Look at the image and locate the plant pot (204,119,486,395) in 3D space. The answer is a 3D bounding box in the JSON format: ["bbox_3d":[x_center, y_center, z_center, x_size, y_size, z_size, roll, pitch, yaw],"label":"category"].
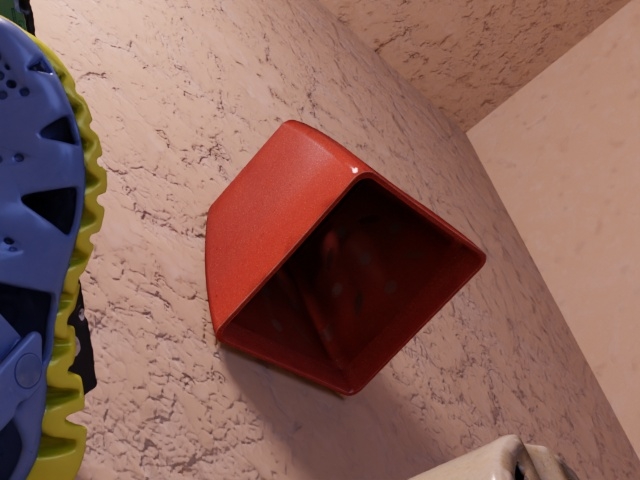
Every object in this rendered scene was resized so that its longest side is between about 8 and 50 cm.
[{"bbox_3d":[0.000,0.000,1.148,0.267,0.267,0.236,31,17,-42],"label":"plant pot"}]

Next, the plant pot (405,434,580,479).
[{"bbox_3d":[0.096,0.327,0.720,0.334,0.305,0.334,42,23,-22],"label":"plant pot"}]

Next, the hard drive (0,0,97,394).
[{"bbox_3d":[-0.271,-0.009,0.627,0.237,0.064,0.339,-41,127,-68],"label":"hard drive"}]

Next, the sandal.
[{"bbox_3d":[-0.211,0.016,0.523,0.138,0.126,0.318,3,83,-68],"label":"sandal"}]
